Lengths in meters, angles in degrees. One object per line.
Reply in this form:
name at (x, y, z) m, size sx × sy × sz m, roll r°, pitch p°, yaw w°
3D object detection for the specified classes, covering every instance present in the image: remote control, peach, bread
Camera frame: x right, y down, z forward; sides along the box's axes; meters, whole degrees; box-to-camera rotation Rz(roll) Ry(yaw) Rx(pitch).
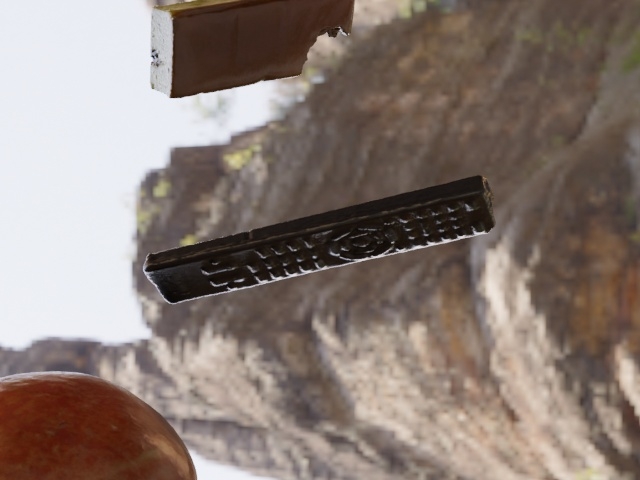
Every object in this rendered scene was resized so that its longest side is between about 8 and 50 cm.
remote control at (0.000, 0.000, 1.144) m, size 0.063 × 0.245 × 0.025 m, roll 61°, pitch -162°, yaw -64°
peach at (-0.218, 0.210, 1.205) m, size 0.232 × 0.256 × 0.232 m, roll 3°, pitch -90°, yaw -88°
bread at (-0.063, -0.197, 1.603) m, size 0.226 × 0.049 × 0.088 m, roll -14°, pitch -66°, yaw -38°
